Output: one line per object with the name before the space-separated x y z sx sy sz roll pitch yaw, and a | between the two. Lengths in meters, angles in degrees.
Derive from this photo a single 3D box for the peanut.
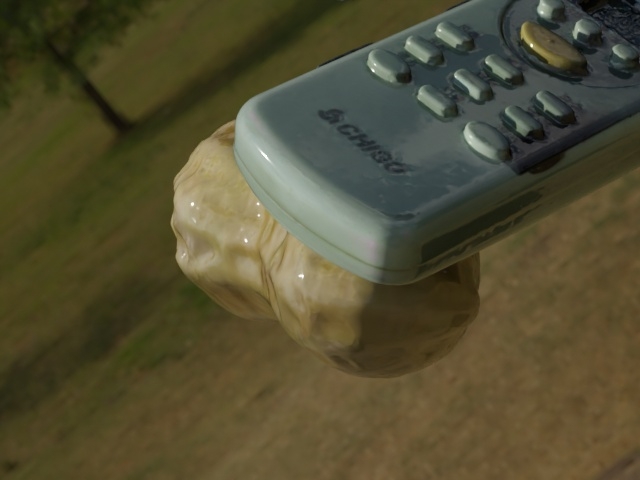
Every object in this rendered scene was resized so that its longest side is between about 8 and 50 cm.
peanut | 0.000 0.000 1.040 0.149 0.149 0.313 -41 30 -10

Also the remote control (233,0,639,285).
remote control | 0.097 -0.074 0.900 0.296 0.140 0.056 -26 -42 -30
